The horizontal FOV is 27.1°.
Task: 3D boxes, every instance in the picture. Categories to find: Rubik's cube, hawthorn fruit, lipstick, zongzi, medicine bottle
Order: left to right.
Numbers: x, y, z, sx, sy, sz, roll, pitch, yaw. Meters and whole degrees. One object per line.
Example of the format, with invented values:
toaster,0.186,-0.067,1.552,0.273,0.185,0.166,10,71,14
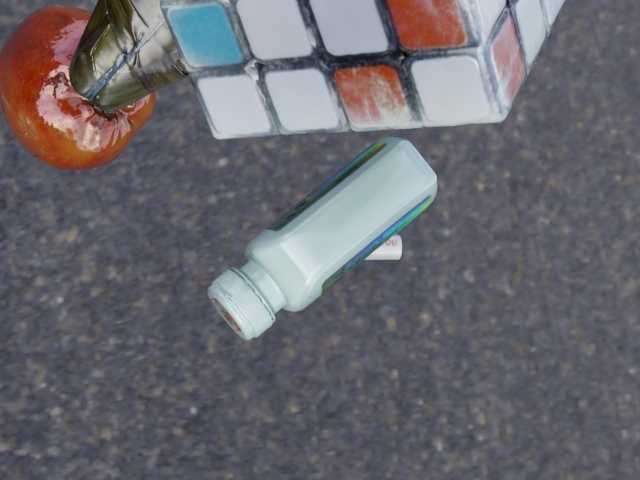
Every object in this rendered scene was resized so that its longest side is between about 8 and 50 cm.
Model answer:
hawthorn fruit,-0.349,-0.226,1.811,0.211,0.299,0.211,-20,132,-24
zongzi,-0.203,-0.277,1.401,0.221,0.112,0.242,-31,107,0
medicine bottle,0.000,0.000,1.246,0.229,0.121,0.083,-40,91,-13
lipstick,0.052,0.010,1.945,0.130,0.038,0.038,-1,77,-12
Rubik's cube,0.031,-0.249,1.005,0.259,0.256,0.253,-56,136,-45
